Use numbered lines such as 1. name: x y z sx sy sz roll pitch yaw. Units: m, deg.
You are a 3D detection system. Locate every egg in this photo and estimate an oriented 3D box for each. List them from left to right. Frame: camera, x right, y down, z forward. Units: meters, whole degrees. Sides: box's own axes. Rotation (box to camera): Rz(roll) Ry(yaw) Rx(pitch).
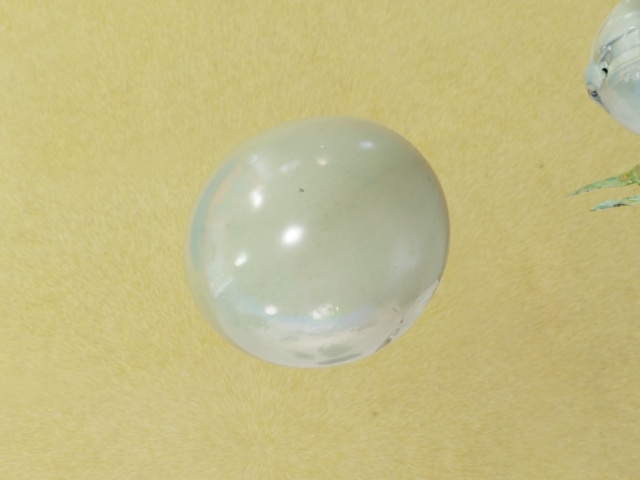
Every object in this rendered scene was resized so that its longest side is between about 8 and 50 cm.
1. egg: 0.000 0.000 0.930 0.269 0.219 0.219 -24 79 -44

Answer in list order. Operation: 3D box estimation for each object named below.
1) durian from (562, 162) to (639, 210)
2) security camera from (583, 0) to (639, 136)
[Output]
1. durian: 0.230 -0.025 0.360 0.169 0.352 0.158 8 103 -8
2. security camera: 0.346 -0.179 0.904 0.191 0.277 0.197 -10 71 -15
